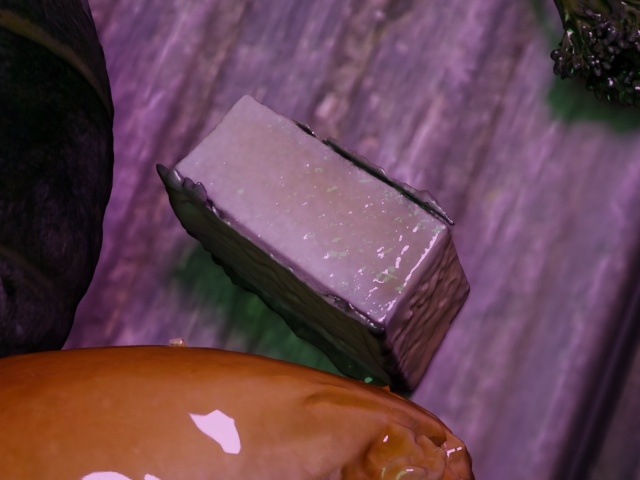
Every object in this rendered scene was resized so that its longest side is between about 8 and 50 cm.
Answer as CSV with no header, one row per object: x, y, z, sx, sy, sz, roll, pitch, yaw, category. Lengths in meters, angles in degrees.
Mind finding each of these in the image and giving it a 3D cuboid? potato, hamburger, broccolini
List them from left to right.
-0.085,0.135,0.632,0.314,0.290,0.170,-19,74,6,hamburger
-0.002,-0.001,0.761,0.122,0.086,0.061,35,73,24,potato
0.089,-0.142,0.796,0.067,0.058,0.216,-14,56,-31,broccolini

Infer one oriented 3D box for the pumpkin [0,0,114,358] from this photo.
-0.223,-0.023,0.765,0.300,0.207,0.300,-12,63,24,pumpkin
